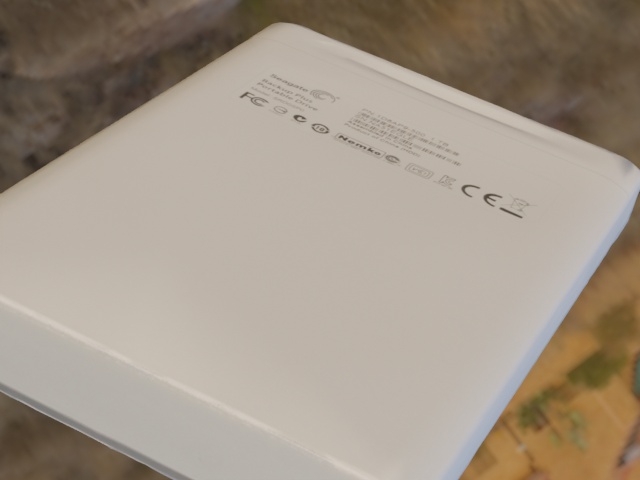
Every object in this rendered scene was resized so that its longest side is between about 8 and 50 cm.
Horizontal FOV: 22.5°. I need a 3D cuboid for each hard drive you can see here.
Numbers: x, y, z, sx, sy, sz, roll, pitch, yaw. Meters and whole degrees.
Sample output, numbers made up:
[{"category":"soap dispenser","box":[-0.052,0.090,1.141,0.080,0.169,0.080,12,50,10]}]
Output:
[{"category":"hard drive","box":[0.000,0.000,0.767,0.353,0.233,0.047,-43,153,-57]}]
